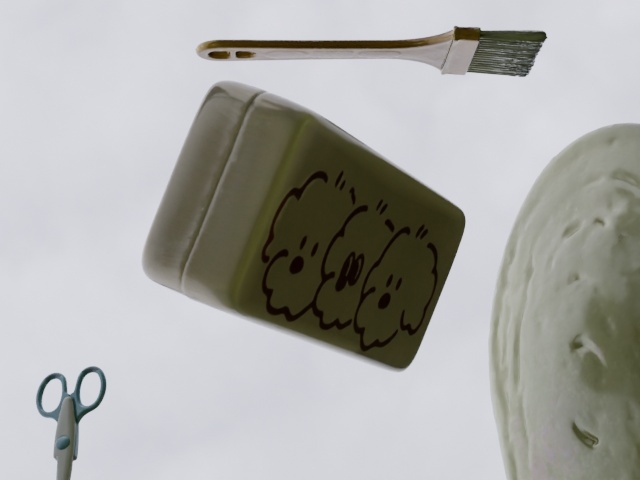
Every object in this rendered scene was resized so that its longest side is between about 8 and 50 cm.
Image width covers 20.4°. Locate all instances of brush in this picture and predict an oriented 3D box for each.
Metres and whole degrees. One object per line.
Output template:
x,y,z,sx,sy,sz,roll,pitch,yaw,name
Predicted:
0.037,-0.149,1.405,0.272,0.103,0.013,0,-102,-2,brush

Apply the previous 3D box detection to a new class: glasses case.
0.000,0.000,1.245,0.336,0.076,0.144,24,-94,-65,glasses case

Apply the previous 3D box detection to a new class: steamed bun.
0.322,0.155,1.518,0.371,0.290,0.456,16,-126,-44,steamed bun

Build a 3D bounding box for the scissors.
-0.185,0.146,1.300,0.014,0.058,0.119,57,-154,-53,scissors
